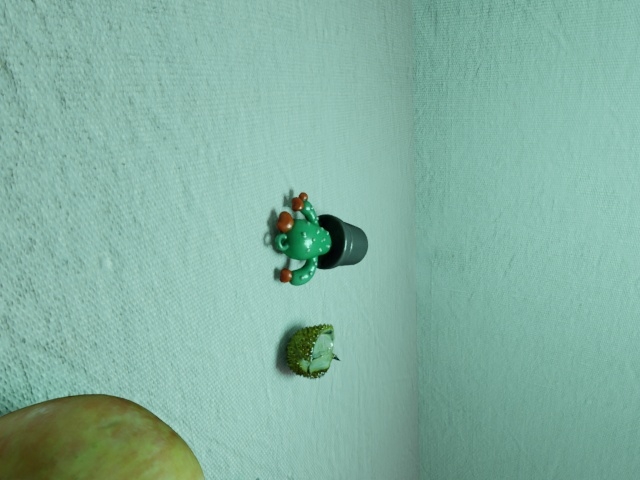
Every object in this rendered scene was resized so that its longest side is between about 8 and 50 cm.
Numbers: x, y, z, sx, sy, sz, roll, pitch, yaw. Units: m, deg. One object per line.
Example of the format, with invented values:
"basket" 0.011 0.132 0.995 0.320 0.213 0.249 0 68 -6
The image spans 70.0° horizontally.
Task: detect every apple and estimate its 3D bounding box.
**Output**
"apple" -0.369 0.420 0.673 0.346 0.391 0.392 67 33 -79

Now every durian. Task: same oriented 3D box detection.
"durian" -0.031 0.373 1.554 0.237 0.137 0.194 43 54 -53

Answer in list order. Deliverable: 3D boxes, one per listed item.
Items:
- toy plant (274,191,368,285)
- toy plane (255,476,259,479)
"toy plant" -0.005 0.013 1.503 0.400 0.185 0.280 8 108 -54
"toy plane" -0.234 0.839 1.326 0.212 0.088 0.267 -44 140 -49
